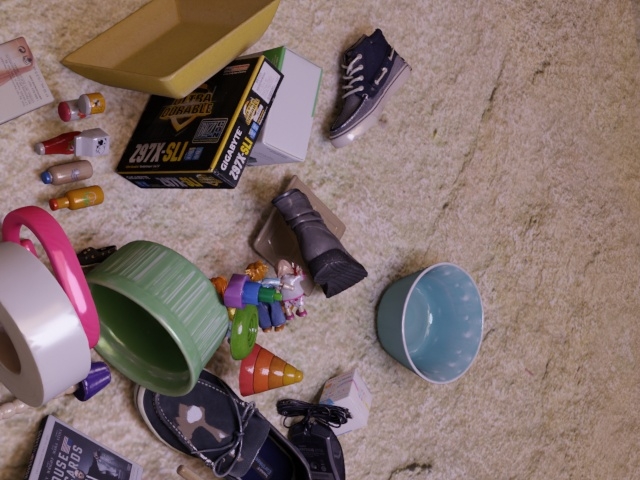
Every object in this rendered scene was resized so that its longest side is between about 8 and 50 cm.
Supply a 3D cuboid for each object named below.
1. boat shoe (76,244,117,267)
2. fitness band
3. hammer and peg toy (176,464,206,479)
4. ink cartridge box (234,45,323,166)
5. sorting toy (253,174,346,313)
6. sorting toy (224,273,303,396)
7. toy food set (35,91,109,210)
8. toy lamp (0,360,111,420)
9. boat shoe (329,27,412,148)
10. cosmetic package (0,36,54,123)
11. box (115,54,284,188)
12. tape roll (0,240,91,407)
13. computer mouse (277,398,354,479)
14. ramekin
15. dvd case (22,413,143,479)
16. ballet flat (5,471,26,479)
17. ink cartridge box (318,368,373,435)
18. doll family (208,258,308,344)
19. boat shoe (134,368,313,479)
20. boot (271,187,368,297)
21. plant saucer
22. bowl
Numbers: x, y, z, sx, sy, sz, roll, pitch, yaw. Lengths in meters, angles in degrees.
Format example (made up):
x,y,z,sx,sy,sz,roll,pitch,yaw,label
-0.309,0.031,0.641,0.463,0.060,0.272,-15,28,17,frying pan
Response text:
x,y,z,sx,sy,sz,roll,pitch,yaw,label
-0.461,0.033,1.744,0.133,0.049,0.042,-9,100,-47,boat shoe
-0.495,0.076,1.609,0.054,0.209,0.290,-28,107,-36,fitness band
-0.312,0.633,1.818,0.361,0.127,0.266,-49,117,-30,hammer and peg toy
-0.150,-0.272,1.857,0.121,0.289,0.211,20,77,-42,ink cartridge box
-0.072,0.028,2.089,0.229,0.041,0.307,46,62,-35,sorting toy
-0.104,0.199,1.763,0.365,0.126,0.127,86,15,-49,sorting toy
-0.479,-0.176,1.679,0.104,0.111,0.232,-18,133,-39,toy food set
-0.529,0.299,1.667,0.275,0.080,0.080,-21,103,-37,toy lamp
0.089,-0.384,2.184,0.158,0.127,0.340,51,51,-20,boat shoe
-0.641,-0.236,1.528,0.296,0.153,0.129,-35,110,-37,cosmetic package
-0.245,-0.229,1.751,0.079,0.322,0.257,35,69,-41,box
-0.526,0.146,1.537,0.100,0.286,0.286,-34,111,-35,tape roll
0.005,0.495,2.084,0.072,0.188,0.272,-32,119,-58,computer mouse
-0.324,0.144,1.704,0.148,0.303,0.303,-50,120,-37,ramekin
-0.453,0.464,1.691,0.239,0.029,0.179,40,31,-29,dvd case
-0.562,0.480,1.647,0.221,0.077,0.079,-18,82,-39,ballet flat
0.062,0.387,2.129,0.090,0.092,0.143,59,21,-16,ink cartridge box
-0.149,0.127,1.885,0.263,0.118,0.163,-15,111,2,doll family
-0.193,0.424,1.904,0.500,0.156,0.187,47,63,-28,boat shoe
0.000,0.000,2.027,0.118,0.338,0.222,-30,73,-1,boot
-0.284,-0.384,1.734,0.333,0.333,0.081,-44,133,-32,plant saucer
0.265,0.210,2.290,0.312,0.163,0.311,0,89,-41,bowl
